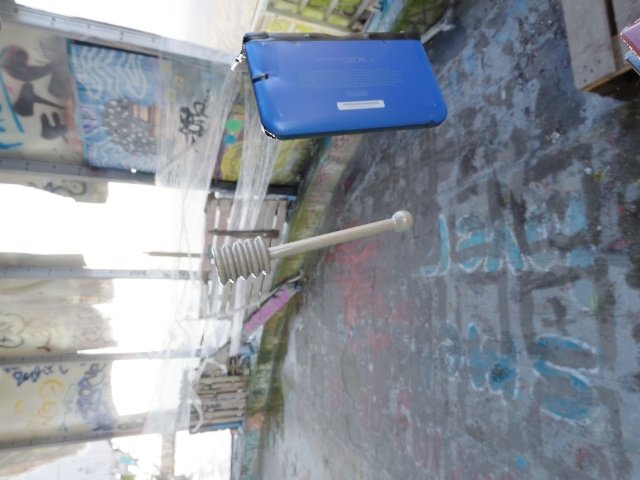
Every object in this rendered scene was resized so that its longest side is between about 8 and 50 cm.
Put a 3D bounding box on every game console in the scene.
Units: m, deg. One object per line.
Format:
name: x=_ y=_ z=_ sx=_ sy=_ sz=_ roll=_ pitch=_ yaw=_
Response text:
game console: x=0.018 y=-0.251 z=0.682 sx=0.173 sy=0.294 sz=0.249 roll=124 pitch=134 yaw=-67

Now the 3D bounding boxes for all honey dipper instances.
honey dipper: x=0.000 y=0.000 z=0.313 sx=0.030 sy=0.161 sz=0.030 roll=165 pitch=90 yaw=-76

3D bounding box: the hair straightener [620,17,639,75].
hair straightener: x=0.423 y=-0.159 z=0.457 sx=0.047 sy=0.089 sz=0.230 roll=-32 pitch=51 yaw=25
